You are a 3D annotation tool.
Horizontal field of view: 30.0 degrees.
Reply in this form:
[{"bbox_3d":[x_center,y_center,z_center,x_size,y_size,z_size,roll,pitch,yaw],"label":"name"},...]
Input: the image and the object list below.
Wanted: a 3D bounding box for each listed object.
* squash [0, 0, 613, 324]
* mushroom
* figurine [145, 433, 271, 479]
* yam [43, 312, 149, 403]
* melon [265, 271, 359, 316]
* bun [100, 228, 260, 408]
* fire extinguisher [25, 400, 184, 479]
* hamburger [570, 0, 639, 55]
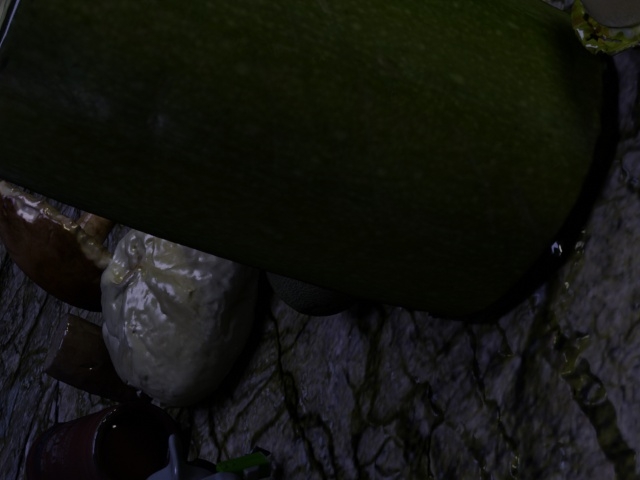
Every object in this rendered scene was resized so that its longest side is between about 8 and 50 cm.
[{"bbox_3d":[-0.030,-0.109,0.806,0.263,0.384,0.263,-48,31,42],"label":"squash"},{"bbox_3d":[-0.230,-0.030,1.447,0.233,0.301,0.208,25,138,63],"label":"mushroom"},{"bbox_3d":[-0.113,0.246,1.020,0.192,0.126,0.147,-149,70,-81],"label":"figurine"},{"bbox_3d":[-0.249,0.138,1.366,0.084,0.127,0.084,-45,31,38],"label":"yam"},{"bbox_3d":[0.000,0.000,0.993,0.098,0.098,0.131,-38,44,49],"label":"melon"},{"bbox_3d":[-0.150,0.059,1.212,0.220,0.134,0.220,-43,34,39],"label":"bun"},{"bbox_3d":[-0.254,0.239,1.351,0.138,0.102,0.344,-46,11,-30],"label":"fire extinguisher"},{"bbox_3d":[0.206,-0.177,0.729,0.126,0.081,0.141,-2,58,61],"label":"hamburger"}]
